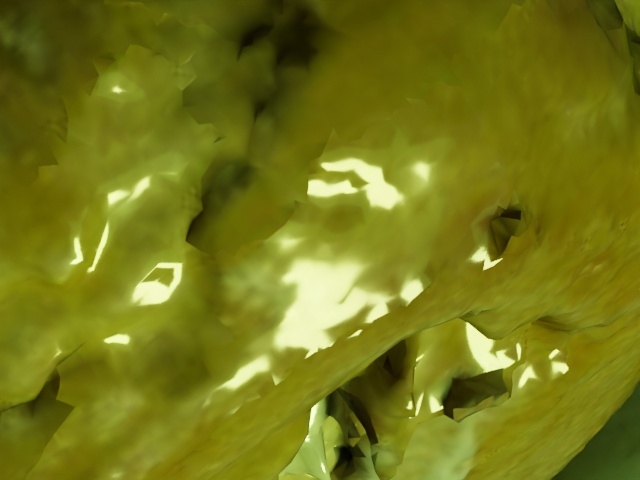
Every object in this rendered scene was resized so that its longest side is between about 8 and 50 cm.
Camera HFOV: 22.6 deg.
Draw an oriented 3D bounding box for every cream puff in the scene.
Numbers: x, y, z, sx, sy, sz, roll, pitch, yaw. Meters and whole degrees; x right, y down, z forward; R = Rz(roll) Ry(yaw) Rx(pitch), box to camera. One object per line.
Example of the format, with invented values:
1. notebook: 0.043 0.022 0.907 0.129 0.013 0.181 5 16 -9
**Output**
1. cream puff: -0.049 -0.003 0.474 0.343 0.231 0.327 -4 136 -51

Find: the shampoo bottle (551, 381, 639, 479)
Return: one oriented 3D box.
1. shampoo bottle: 0.167 0.103 0.726 0.317 0.322 0.322 -81 175 -50
